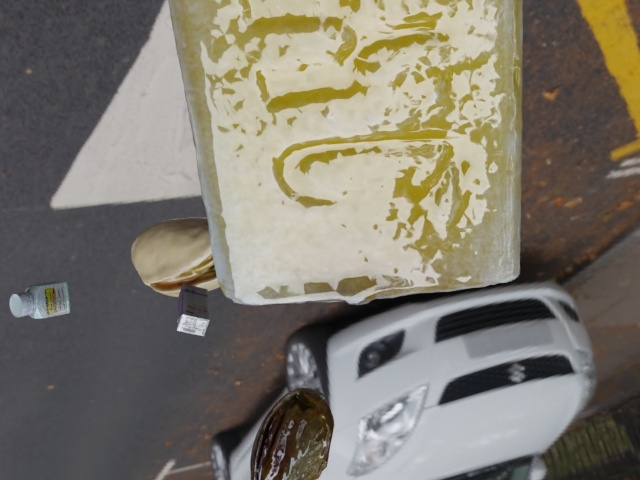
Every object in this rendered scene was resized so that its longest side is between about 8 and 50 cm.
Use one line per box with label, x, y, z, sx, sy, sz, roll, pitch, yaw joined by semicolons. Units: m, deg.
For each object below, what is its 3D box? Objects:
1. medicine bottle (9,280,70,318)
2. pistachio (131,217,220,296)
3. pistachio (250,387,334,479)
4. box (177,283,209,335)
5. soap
medicine bottle;-0.614;0.132;1.716;0.055;0.074;0.118;0;-175;39
pistachio;-0.291;0.029;1.747;0.299;0.188;0.187;-11;162;29
pistachio;-0.046;0.347;1.297;0.130;0.210;0.165;16;164;49
box;-0.222;0.119;1.361;0.050;0.117;0.036;15;111;-14
soap;0.015;-0.109;0.394;0.173;0.089;0.274;-6;114;4
